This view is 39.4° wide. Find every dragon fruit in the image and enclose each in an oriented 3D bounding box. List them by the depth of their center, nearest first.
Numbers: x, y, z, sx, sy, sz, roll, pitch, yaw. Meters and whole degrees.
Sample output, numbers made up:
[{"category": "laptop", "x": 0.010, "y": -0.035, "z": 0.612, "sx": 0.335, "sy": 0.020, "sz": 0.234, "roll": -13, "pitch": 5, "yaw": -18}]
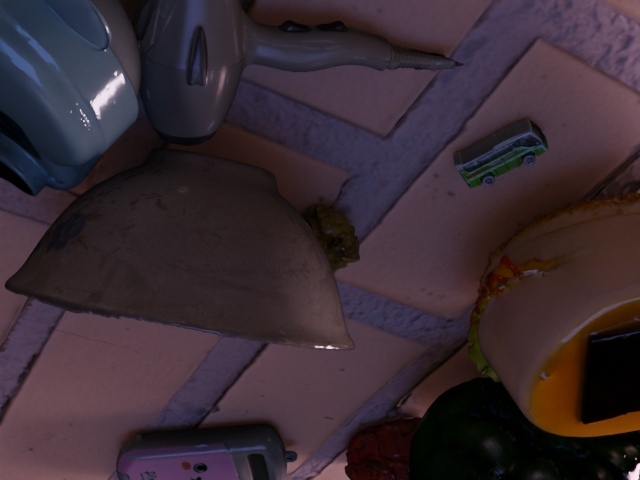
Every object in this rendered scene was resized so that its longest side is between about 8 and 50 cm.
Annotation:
[{"category": "dragon fruit", "x": 0.084, "y": 0.303, "z": 1.191, "sx": 0.083, "sy": 0.106, "sz": 0.162, "roll": 31, "pitch": 130, "yaw": -30}]

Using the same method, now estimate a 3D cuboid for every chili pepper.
[{"category": "chili pepper", "x": 0.234, "y": 0.282, "z": 1.062, "sx": 0.249, "sy": 0.233, "sz": 0.256, "roll": -11, "pitch": 135, "yaw": -25}]

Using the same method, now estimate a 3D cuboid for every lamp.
[{"category": "lamp", "x": -0.228, "y": -0.134, "z": 0.662, "sx": 0.209, "sy": 0.147, "sz": 0.284, "roll": 37, "pitch": 142, "yaw": 8}]

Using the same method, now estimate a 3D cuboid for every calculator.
[{"category": "calculator", "x": -0.154, "y": 0.304, "z": 1.220, "sx": 0.246, "sy": 0.045, "sz": 0.141, "roll": -5, "pitch": 137, "yaw": 0}]

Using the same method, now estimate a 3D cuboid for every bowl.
[{"category": "bowl", "x": -0.109, "y": -0.001, "z": 0.800, "sx": 0.314, "sy": 0.146, "sz": 0.313, "roll": 9, "pitch": 179, "yaw": 0}]

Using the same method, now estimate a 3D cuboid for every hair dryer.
[{"category": "hair dryer", "x": -0.027, "y": -0.202, "z": 0.689, "sx": 0.267, "sy": 0.092, "sz": 0.229, "roll": -17, "pitch": 131, "yaw": -6}]

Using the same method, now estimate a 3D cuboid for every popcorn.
[{"category": "popcorn", "x": 0.000, "y": 0.003, "z": 0.901, "sx": 0.083, "sy": 0.059, "sz": 0.068, "roll": 7, "pitch": 136, "yaw": 1}]

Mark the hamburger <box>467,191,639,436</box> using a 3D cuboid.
[{"category": "hamburger", "x": 0.293, "y": 0.071, "z": 0.909, "sx": 0.294, "sy": 0.179, "sz": 0.276, "roll": -13, "pitch": 138, "yaw": 5}]

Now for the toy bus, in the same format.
[{"category": "toy bus", "x": 0.170, "y": -0.082, "z": 0.843, "sx": 0.083, "sy": 0.031, "sz": 0.037, "roll": -28, "pitch": 122, "yaw": 23}]
